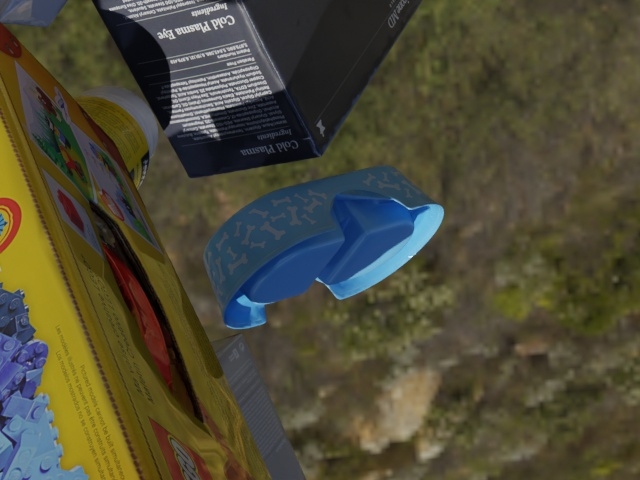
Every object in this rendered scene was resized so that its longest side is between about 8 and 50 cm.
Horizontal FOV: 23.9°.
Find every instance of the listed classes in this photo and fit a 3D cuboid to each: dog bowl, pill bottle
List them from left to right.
[{"bbox_3d":[-0.237,-0.073,1.492,0.119,0.119,0.208,-4,-155,15],"label":"pill bottle"},{"bbox_3d":[0.000,0.000,1.611,0.297,0.074,0.166,-15,152,-42],"label":"dog bowl"}]

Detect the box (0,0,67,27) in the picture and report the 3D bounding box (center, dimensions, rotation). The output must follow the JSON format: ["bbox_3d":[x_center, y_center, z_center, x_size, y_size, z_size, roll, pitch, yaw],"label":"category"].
[{"bbox_3d":[-0.261,-0.244,1.116,0.170,0.091,0.130,38,-171,2],"label":"box"}]

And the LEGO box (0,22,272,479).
[{"bbox_3d":[-0.248,0.143,0.891,0.372,0.193,0.500,-36,-134,5],"label":"LEGO box"}]

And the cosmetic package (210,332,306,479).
[{"bbox_3d":[-0.090,0.215,1.330,0.127,0.238,0.107,-20,-172,26],"label":"cosmetic package"}]

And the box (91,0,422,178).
[{"bbox_3d":[-0.071,-0.295,1.630,0.179,0.312,0.343,-8,-147,33],"label":"box"}]
